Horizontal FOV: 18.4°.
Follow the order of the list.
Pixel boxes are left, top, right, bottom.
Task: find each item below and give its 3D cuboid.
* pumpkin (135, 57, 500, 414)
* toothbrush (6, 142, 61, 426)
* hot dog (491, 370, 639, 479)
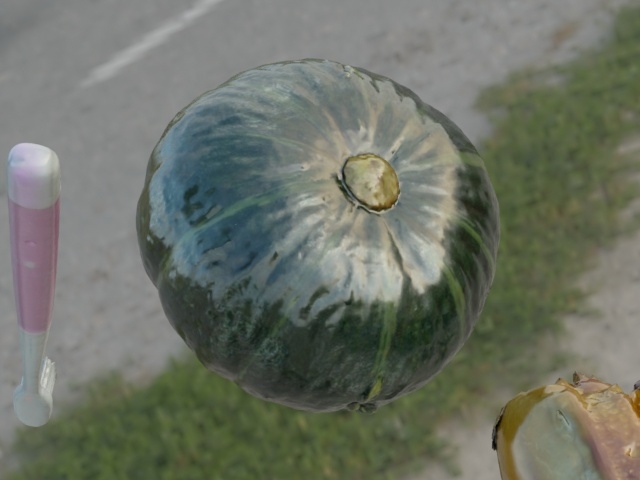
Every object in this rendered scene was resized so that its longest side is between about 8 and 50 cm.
[{"bbox_3d":[0.000,-0.003,1.113,0.211,0.212,0.152,-36,-4,-28],"label":"pumpkin"},{"bbox_3d":[-0.119,0.023,0.825,0.020,0.286,0.025,12,66,-3],"label":"toothbrush"},{"bbox_3d":[0.196,0.210,0.957,0.158,0.117,0.349,-6,54,-22],"label":"hot dog"}]
